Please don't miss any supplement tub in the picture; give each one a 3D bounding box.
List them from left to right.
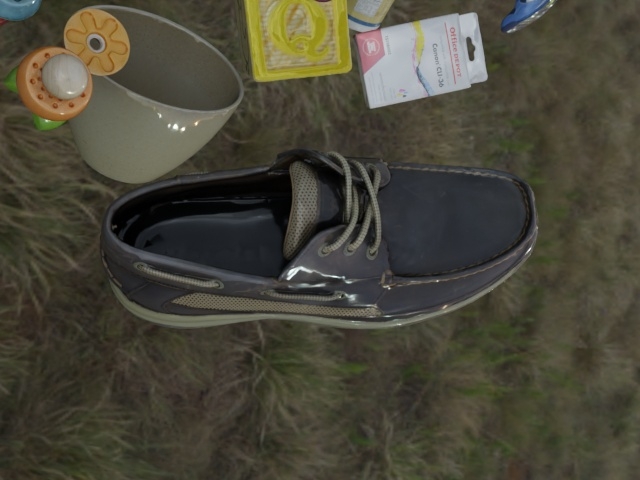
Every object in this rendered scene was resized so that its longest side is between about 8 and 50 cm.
[{"bbox_3d":[0.106,-0.571,1.745,0.144,0.200,0.144,20,38,-17],"label":"supplement tub"}]

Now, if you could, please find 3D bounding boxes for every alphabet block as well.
[{"bbox_3d":[-0.058,-0.417,1.558,0.197,0.193,0.192,-126,-152,-71],"label":"alphabet block"}]

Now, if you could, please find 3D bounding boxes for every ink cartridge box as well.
[{"bbox_3d":[0.158,-0.279,1.233,0.067,0.198,0.115,-102,179,-79],"label":"ink cartridge box"}]

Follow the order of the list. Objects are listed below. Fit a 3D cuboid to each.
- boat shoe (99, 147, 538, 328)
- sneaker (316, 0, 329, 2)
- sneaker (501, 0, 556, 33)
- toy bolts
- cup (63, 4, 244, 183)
[{"bbox_3d":[0.000,0.000,0.627,0.130,0.355,0.132,82,-1,-71],"label":"boat shoe"},{"bbox_3d":[0.078,-0.455,1.123,0.299,0.112,0.121,-42,87,-12],"label":"sneaker"},{"bbox_3d":[0.292,-0.341,1.084,0.059,0.144,0.053,50,33,8],"label":"sneaker"},{"bbox_3d":[-0.365,-0.300,1.114,0.218,0.158,0.228,-46,111,-29],"label":"toy bolts"},{"bbox_3d":[-0.340,-0.248,1.510,0.331,0.331,0.237,-24,151,-53],"label":"cup"}]
